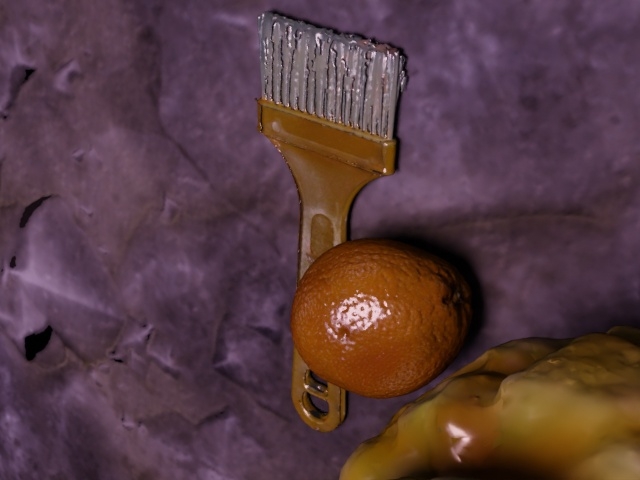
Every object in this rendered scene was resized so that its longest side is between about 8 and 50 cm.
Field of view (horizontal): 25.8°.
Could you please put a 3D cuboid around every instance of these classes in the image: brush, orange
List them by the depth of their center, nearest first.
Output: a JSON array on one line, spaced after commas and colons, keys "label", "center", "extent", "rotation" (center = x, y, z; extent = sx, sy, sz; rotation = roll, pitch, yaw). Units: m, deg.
[{"label": "orange", "center": [0.028, 0.035, 0.639], "extent": [0.085, 0.085, 0.085], "rotation": [16, 118, 33]}, {"label": "brush", "center": [0.000, 0.000, 0.690], "extent": [0.082, 0.010, 0.218], "rotation": [19, 120, 31]}]

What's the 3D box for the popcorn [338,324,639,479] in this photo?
[{"label": "popcorn", "center": [0.112, 0.171, 0.526], "extent": [0.282, 0.247, 0.282], "rotation": [19, 130, 25]}]
